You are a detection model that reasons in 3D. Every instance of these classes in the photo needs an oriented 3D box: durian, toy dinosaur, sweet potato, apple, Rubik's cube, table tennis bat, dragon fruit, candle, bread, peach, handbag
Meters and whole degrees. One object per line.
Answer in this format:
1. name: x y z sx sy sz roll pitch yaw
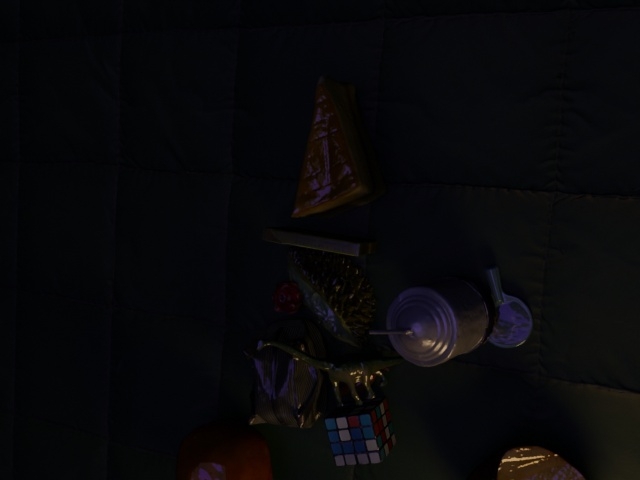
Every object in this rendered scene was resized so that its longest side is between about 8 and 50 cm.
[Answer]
1. durian: 0.031 0.150 1.902 0.394 0.163 0.198 43 147 20
2. toy dinosaur: 0.066 0.324 1.773 0.447 0.087 0.301 -26 96 -15
3. sweet potato: 0.126 0.433 1.885 0.202 0.058 0.055 -39 37 16
4. apple: 0.549 0.724 1.598 0.365 0.295 0.329 34 132 15
5. Rubik's cube: 0.121 0.570 1.839 0.154 0.155 0.151 -13 90 24
6. table tennis bat: 0.506 0.185 1.714 0.149 0.038 0.237 -14 90 26
7. dragon fruit: -0.113 0.181 1.931 0.126 0.068 0.112 18 118 46
8. candle: 0.311 0.214 1.625 0.221 0.342 0.221 5 98 36
9. bread: 0.020 -0.270 1.795 0.245 0.233 0.362 -20 81 25
10. peach: -0.302 0.748 1.952 0.301 0.343 0.343 1 94 -6
11. handbag: -0.111 0.420 1.887 0.247 0.240 0.341 -4 90 19

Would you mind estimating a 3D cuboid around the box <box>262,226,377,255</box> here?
1. box: 0.000 0.000 1.846 0.311 0.173 0.043 9 96 22
